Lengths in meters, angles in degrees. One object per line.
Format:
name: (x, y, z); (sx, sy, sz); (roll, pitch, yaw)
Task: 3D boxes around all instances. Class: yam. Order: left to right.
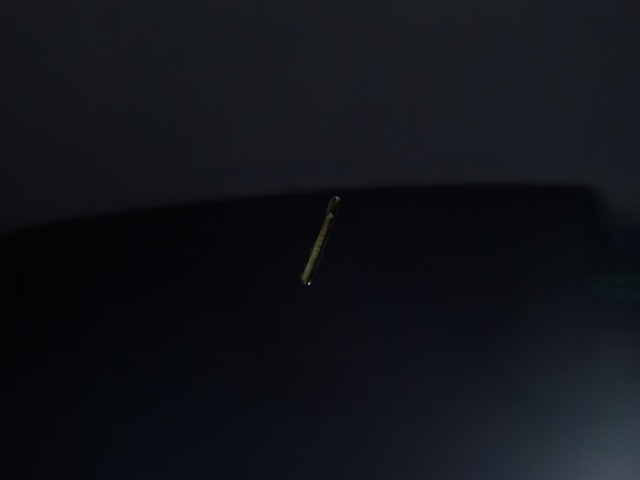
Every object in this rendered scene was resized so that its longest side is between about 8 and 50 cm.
yam: (0.000, 0.000, 1.664); (0.014, 0.014, 0.107); (35, 75, -75)
